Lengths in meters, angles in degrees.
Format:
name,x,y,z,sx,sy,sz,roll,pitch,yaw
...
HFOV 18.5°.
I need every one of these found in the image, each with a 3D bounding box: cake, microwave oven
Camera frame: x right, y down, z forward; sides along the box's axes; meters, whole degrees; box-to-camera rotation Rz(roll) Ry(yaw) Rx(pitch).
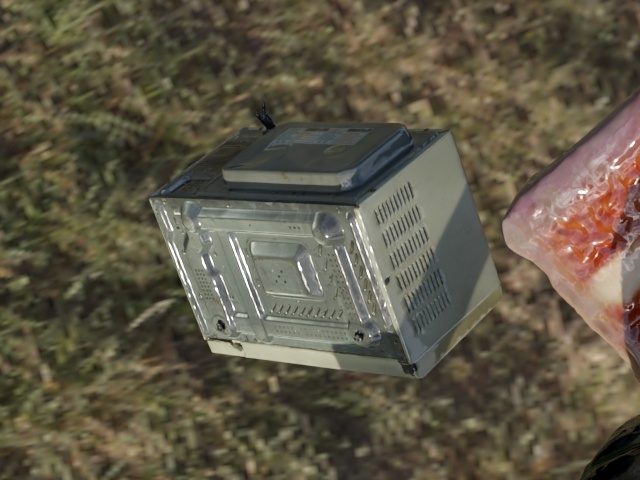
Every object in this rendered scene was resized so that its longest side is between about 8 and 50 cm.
name,x,y,z,sx,sy,sz,roll,pitch,yaw
cake,0.343,-0.045,1.663,0.237,0.309,0.230,48,26,5
microwave oven,0.000,0.000,1.636,0.145,0.240,0.194,-42,122,-36

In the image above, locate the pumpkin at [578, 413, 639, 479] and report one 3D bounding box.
name,x,y,z,sx,sy,sz,roll,pitch,yaw
pumpkin,0.330,0.245,1.438,0.295,0.296,0.296,9,75,-34
